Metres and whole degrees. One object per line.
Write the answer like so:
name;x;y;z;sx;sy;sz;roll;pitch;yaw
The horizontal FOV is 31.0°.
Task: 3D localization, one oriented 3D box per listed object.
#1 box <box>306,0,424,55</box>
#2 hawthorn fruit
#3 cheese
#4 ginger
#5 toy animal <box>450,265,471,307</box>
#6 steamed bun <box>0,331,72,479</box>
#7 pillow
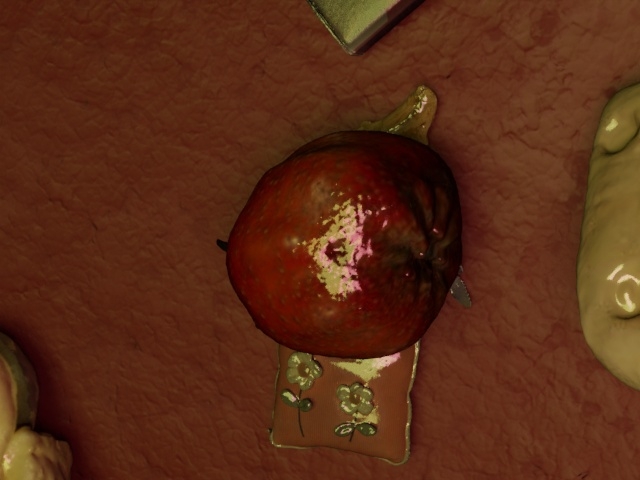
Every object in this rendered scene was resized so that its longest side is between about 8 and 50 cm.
box;0.088;-0.321;1.288;0.224;0.069;0.120;-37;84;19
hawthorn fruit;0.000;0.000;1.273;0.300;0.254;0.254;8;100;33
cheese;0.401;-0.007;1.072;0.351;0.129;0.329;0;62;41
ginger;0.080;-0.124;1.332;0.137;0.044;0.058;-31;68;20
toy animal;0.143;0.041;1.336;0.050;0.028;0.084;-16;91;13
steamed bun;-0.492;0.311;1.506;0.324;0.230;0.372;-26;83;-16
pillow;0.026;0.178;1.375;0.179;0.075;0.172;7;99;18
